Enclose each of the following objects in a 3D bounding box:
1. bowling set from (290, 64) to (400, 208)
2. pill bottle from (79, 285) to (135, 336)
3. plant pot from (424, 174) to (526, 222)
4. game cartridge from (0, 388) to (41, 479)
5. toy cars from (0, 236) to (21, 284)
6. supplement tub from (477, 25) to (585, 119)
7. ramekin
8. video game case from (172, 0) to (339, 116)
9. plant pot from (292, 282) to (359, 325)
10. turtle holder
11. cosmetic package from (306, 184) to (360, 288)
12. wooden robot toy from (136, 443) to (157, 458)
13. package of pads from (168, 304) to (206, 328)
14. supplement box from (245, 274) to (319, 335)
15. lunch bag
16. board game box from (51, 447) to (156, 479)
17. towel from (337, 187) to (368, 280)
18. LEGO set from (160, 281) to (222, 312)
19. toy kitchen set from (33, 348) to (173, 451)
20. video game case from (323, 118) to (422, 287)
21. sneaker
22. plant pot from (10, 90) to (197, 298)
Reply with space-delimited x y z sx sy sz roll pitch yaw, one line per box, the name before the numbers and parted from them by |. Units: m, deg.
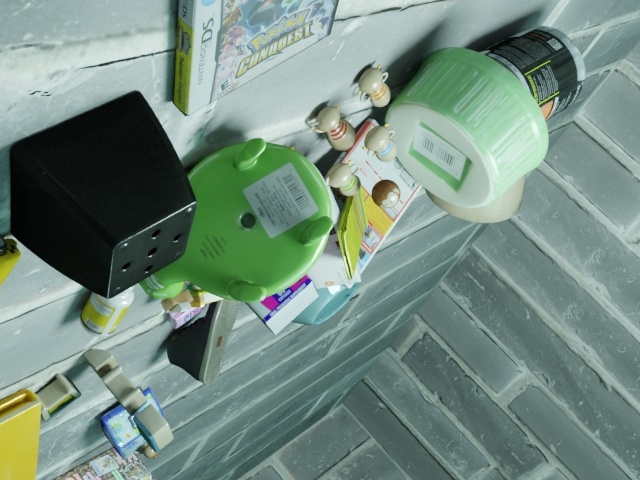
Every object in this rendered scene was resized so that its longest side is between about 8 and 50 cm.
bowling set | 0.071 -0.159 1.592 0.287 0.200 0.154 -48 162 3
pill bottle | -0.346 0.099 1.454 0.065 0.065 0.116 -21 153 -54
plant pot | 0.407 -0.229 2.188 0.256 0.256 0.274 -32 145 -36
game cartridge | -0.624 0.439 1.539 0.285 0.053 0.323 -27 144 -46
toy cars | -0.433 0.011 0.983 0.176 0.087 0.393 -38 163 -19
supplement tub | 0.411 -0.330 1.938 0.338 0.207 0.207 -31 159 -38
ramekin | 0.269 -0.205 1.707 0.148 0.303 0.303 -45 166 -21
video game case | -0.071 -0.306 1.150 0.275 0.035 0.248 -35 162 -27
plant pot | -0.031 0.067 1.900 0.290 0.195 0.290 -39 163 -14
turtle holder | -0.124 -0.005 1.413 0.320 0.243 0.227 -60 -179 2
cosmetic package | 0.000 0.000 1.634 0.099 0.060 0.239 -9 143 14
wooden robot toy | -0.436 0.517 2.268 0.076 0.079 0.173 -28 158 -43
package of pads | -0.271 0.140 1.797 0.083 0.032 0.050 -36 165 -25
supplement box | -0.120 0.046 1.588 0.111 0.220 0.114 -42 163 -7
lunch bag | -0.426 0.407 2.006 0.129 0.096 0.151 -33 147 -24
board game box | -0.583 0.662 2.164 0.291 0.141 0.232 -20 152 -54
towel | 0.064 -0.023 1.657 0.021 0.102 0.237 -10 -157 13
LEGO set | -0.174 0.063 1.718 0.287 0.107 0.132 -9 -177 -14
toy kitchen set | -0.404 0.329 1.638 0.166 0.207 0.122 -38 162 -19
video game case | 0.077 -0.073 1.783 0.204 0.025 0.285 46 73 -35
sneaker | -0.256 0.184 1.871 0.083 0.118 0.222 -1 109 -64
plant pot | -0.262 -0.043 1.118 0.187 0.167 0.188 -33 160 -34
